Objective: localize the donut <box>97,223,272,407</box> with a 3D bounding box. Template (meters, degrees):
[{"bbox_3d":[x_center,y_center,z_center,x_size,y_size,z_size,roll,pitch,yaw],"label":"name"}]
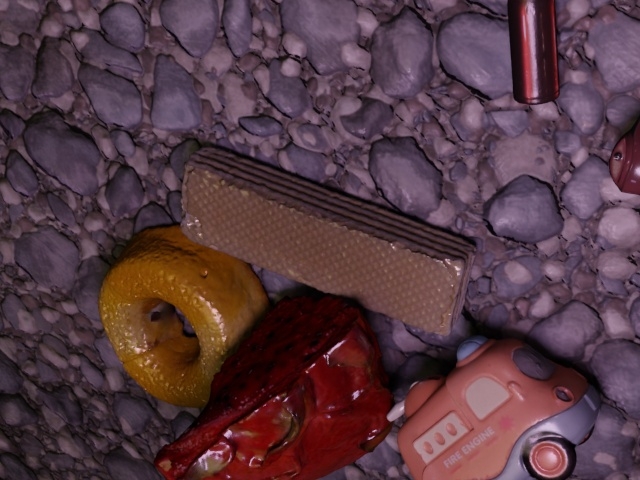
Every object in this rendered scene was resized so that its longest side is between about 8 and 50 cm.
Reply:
[{"bbox_3d":[-0.212,0.129,1.860,0.303,0.110,0.302,14,123,22],"label":"donut"}]

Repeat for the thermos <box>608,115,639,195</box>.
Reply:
[{"bbox_3d":[0.484,-0.030,1.386,0.330,0.109,0.136,24,140,14],"label":"thermos"}]

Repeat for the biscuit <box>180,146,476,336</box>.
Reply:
[{"bbox_3d":[0.000,0.000,1.685,0.426,0.078,0.144,22,127,16],"label":"biscuit"}]

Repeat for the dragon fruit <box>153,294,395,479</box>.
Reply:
[{"bbox_3d":[-0.030,0.276,1.674,0.228,0.329,0.286,6,131,51],"label":"dragon fruit"}]

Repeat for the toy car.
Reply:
[{"bbox_3d":[0.227,0.242,1.628,0.270,0.180,0.212,-42,83,22],"label":"toy car"}]

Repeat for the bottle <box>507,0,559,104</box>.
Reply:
[{"bbox_3d":[0.245,-0.243,1.418,0.060,0.060,0.164,5,120,26],"label":"bottle"}]
